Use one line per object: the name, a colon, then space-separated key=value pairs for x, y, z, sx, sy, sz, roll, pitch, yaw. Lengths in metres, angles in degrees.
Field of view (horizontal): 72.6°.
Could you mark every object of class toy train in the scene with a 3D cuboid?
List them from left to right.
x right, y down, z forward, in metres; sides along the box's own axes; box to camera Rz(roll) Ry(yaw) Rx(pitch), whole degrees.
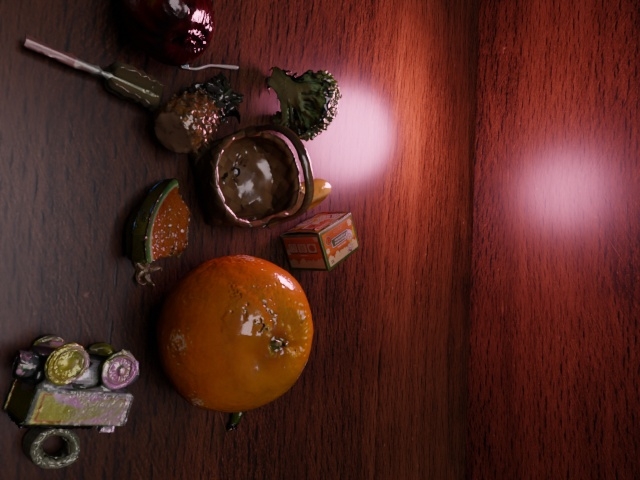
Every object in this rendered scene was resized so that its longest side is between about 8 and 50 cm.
toy train: x=-0.515 y=0.303 z=0.921 sx=0.261 sy=0.134 sz=0.177 roll=28 pitch=69 yaw=-46

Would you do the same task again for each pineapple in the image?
pineapple: x=-0.303 y=-0.348 z=1.169 sx=0.170 sy=0.141 sz=0.310 roll=32 pitch=45 yaw=-4

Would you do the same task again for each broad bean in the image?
broad bean: x=-0.205 y=0.451 z=1.357 sx=0.297 sy=0.043 sz=0.060 roll=-55 pitch=139 yaw=-34

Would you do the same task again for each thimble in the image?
thimble: x=-0.563 y=0.433 z=0.918 sx=0.084 sy=0.062 sz=0.109 roll=-53 pitch=127 yaw=-35

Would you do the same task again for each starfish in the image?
starfish: x=-0.437 y=0.069 z=1.098 sx=0.078 sy=0.028 sz=0.091 roll=43 pitch=55 yaw=-43

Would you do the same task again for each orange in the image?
orange: x=-0.203 y=0.240 z=1.142 sx=0.424 sy=0.327 sz=0.423 roll=4 pitch=85 yaw=-49

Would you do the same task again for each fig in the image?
fig: x=-0.373 y=-0.560 z=1.047 sx=0.224 sy=0.224 sz=0.262 roll=-36 pitch=115 yaw=-44

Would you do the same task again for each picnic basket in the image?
picnic basket: x=-0.148 y=-0.177 z=1.223 sx=0.337 sy=0.338 sz=0.292 roll=-27 pitch=109 yaw=-47

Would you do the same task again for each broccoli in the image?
broccoli: x=-0.043 y=-0.455 z=1.444 sx=0.242 sy=0.273 sz=0.180 roll=-53 pitch=154 yaw=19

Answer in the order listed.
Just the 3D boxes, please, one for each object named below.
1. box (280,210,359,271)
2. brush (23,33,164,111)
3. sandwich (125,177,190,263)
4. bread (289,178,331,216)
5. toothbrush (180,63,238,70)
box: x=0.000 y=0.000 z=1.498 sx=0.195 sy=0.178 sz=0.148 roll=-33 pitch=113 yaw=-45
brush: x=-0.503 y=-0.386 z=0.995 sx=0.301 sy=0.071 sz=0.084 roll=14 pitch=82 yaw=-48
sandwich: x=-0.405 y=-0.047 z=1.092 sx=0.159 sy=0.079 sz=0.234 roll=30 pitch=60 yaw=-65
bread: x=-0.053 y=-0.154 z=1.486 sx=0.085 sy=0.134 sz=0.173 roll=53 pitch=39 yaw=6
toothbrush: x=-0.317 y=-0.500 z=1.257 sx=0.204 sy=0.017 sz=0.022 roll=-22 pitch=125 yaw=-47
